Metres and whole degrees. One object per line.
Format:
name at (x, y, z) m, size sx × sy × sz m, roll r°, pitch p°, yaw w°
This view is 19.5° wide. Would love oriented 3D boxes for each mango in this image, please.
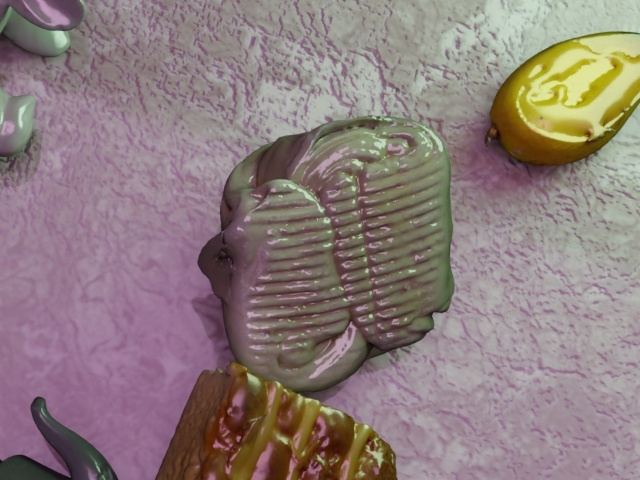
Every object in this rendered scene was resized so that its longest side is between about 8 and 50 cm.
mango at (0.222, -0.126, 1.620) m, size 0.187 × 0.066 × 0.101 m, roll -34°, pitch 75°, yaw -16°

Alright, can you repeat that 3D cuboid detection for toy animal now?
toy animal at (-0.300, -0.155, 1.544) m, size 0.178 × 0.127 × 0.193 m, roll 21°, pitch 76°, yaw -3°

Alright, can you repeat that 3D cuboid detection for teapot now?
teapot at (-0.251, 0.245, 1.463) m, size 0.149 × 0.162 × 0.239 m, roll 32°, pitch 93°, yaw 10°

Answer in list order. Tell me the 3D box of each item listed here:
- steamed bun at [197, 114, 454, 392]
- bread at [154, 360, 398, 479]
steamed bun at (-0.002, 0.001, 1.536) m, size 0.211 × 0.144 × 0.218 m, roll -16°, pitch 110°, yaw -17°
bread at (-0.056, 0.255, 1.463) m, size 0.185 × 0.114 × 0.274 m, roll 29°, pitch 74°, yaw -29°
